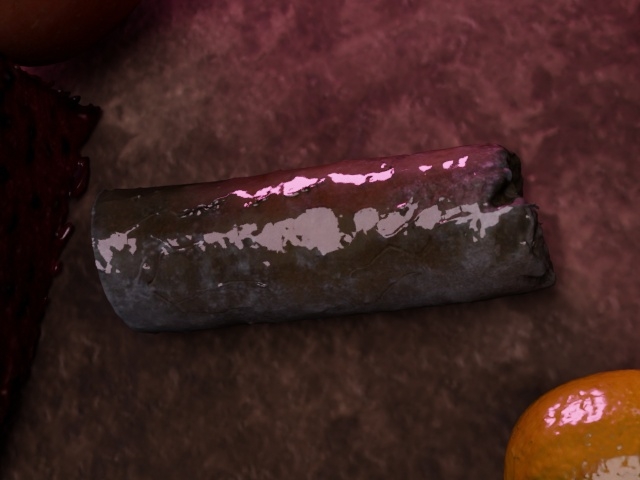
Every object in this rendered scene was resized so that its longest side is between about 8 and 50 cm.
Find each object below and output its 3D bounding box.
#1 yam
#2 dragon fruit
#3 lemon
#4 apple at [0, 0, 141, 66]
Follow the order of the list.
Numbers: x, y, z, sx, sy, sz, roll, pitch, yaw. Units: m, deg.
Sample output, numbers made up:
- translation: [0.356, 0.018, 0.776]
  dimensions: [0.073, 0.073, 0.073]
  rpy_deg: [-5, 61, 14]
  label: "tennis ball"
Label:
- translation: [0.000, 0.000, 0.640]
  dimensions: [0.259, 0.093, 0.093]
  rpy_deg: [-7, 74, 14]
  label: "yam"
- translation: [-0.237, 0.010, 0.678]
  dimensions: [0.240, 0.302, 0.330]
  rpy_deg: [-9, 88, -19]
  label: "dragon fruit"
- translation: [0.152, 0.118, 0.552]
  dimensions: [0.133, 0.109, 0.109]
  rpy_deg: [-15, 72, 8]
  label: "lemon"
- translation: [-0.187, -0.202, 0.708]
  dimensions: [0.181, 0.181, 0.168]
  rpy_deg: [35, 107, 22]
  label: "apple"
